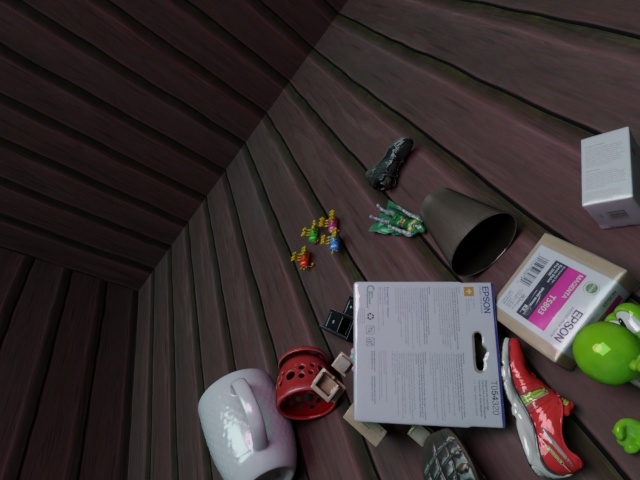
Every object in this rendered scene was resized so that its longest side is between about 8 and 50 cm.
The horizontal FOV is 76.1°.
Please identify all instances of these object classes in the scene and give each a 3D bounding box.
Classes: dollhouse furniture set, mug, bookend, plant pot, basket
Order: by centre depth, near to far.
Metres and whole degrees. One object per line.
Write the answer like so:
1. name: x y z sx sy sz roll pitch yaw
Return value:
1. dollhouse furniture set: 0.205 0.335 1.084 0.303 0.174 0.355 36 84 18
2. basket: 0.387 -0.045 1.134 0.204 0.154 0.227 -50 33 15
3. mug: -0.222 0.597 1.301 0.328 0.276 0.374 50 147 47
4. plant pot: -0.051 0.453 1.316 0.191 0.191 0.174 -45 31 23
5. bookend: 0.090 0.249 1.370 0.156 0.072 0.157 13 77 54

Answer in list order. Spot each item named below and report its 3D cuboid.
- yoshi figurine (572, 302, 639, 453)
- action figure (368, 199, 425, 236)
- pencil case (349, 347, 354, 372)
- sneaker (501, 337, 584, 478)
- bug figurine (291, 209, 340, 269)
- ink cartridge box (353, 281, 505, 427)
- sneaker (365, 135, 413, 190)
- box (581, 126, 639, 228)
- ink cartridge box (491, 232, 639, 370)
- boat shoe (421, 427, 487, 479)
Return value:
1. yoshi figurine: 0.553 0.272 0.676 0.203 0.203 0.362 -45 35 33
2. action figure: 0.265 -0.066 1.377 0.232 0.063 0.137 26 85 51
3. pencil case: 0.208 0.284 1.152 0.284 0.124 0.124 -46 38 25
4. sneaker: 0.458 0.336 0.853 0.118 0.107 0.279 -19 54 21
5. bug figurine: 0.000 0.000 1.652 0.279 0.072 0.216 -30 40 44
6. ink cartridge box: 0.243 0.261 0.970 0.330 0.071 0.324 0 75 8
7. sneaker: 0.265 -0.267 1.489 0.227 0.087 0.130 -45 40 28
8. box: 0.637 -0.131 0.887 0.091 0.130 0.170 -12 57 48
9. ink cartridge box: 0.520 0.128 0.899 0.234 0.088 0.193 -56 34 7
10. boat shoe: 0.313 0.560 0.835 0.123 0.120 0.324 -37 48 25
